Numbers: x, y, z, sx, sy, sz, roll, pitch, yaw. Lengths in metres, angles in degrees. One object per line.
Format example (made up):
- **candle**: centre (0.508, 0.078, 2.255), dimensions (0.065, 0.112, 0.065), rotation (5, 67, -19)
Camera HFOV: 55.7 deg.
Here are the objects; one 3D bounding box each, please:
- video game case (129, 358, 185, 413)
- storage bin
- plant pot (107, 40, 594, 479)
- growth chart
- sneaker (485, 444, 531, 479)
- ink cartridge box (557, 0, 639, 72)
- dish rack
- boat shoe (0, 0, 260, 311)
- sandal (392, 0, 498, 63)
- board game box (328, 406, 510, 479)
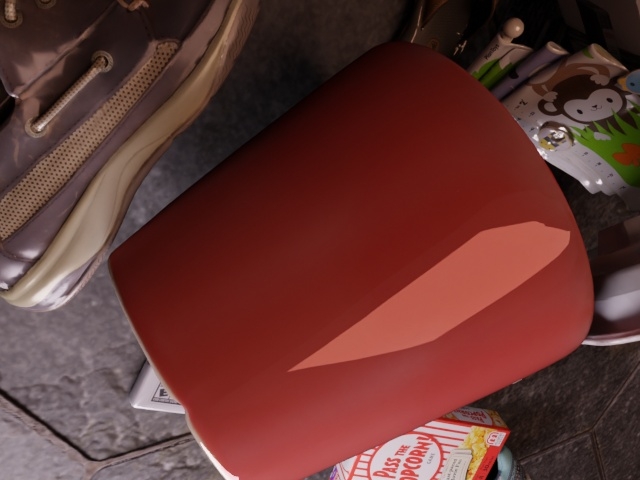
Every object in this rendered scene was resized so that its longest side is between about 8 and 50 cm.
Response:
- **video game case**: centre (-0.066, 0.104, 0.622), dimensions (0.201, 0.023, 0.183), rotation (20, 104, -35)
- **storage bin**: centre (0.262, -0.170, 0.625), dimensions (0.180, 0.084, 0.122), rotation (13, 108, -34)
- **plant pot**: centre (0.004, 0.034, 0.442), dimensions (0.243, 0.275, 0.275), rotation (-32, 127, -11)
- **growth chart**: centre (0.227, -0.101, 0.522), dimensions (0.237, 0.172, 0.021), rotation (30, 69, 1)
- **sneaker**: centre (0.182, 0.399, 0.897), dimensions (0.283, 0.110, 0.122), rotation (-30, 109, -16)
- **ink cartridge box**: centre (0.319, -0.204, 0.497), dimensions (0.197, 0.114, 0.273), rotation (-38, 130, 4)
- **dish rack**: centre (0.302, 0.004, 0.506), dimensions (0.285, 0.072, 0.333), rotation (-22, 171, -1)
- **boat shoe**: centre (-0.150, -0.115, 0.383), dimensions (0.130, 0.132, 0.355), rotation (26, 99, -38)
- **sandal**: centre (0.117, -0.211, 0.531), dimensions (0.090, 0.060, 0.219), rotation (10, 110, -34)
- **board game box**: centre (0.126, 0.277, 0.783), dimensions (0.193, 0.045, 0.147), rotation (14, 109, -17)
